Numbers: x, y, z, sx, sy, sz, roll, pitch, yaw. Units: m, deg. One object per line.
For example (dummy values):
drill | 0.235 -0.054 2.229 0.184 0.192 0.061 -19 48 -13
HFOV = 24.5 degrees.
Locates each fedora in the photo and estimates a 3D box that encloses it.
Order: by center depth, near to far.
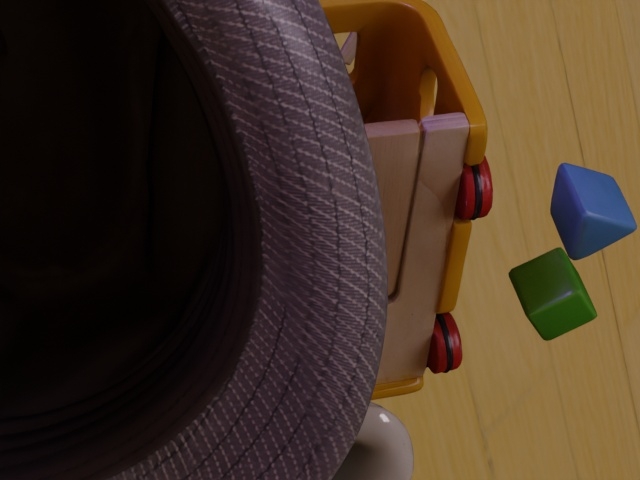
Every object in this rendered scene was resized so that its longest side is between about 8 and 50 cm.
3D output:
fedora | -0.112 -0.033 0.407 0.275 0.243 0.124 54 16 -25

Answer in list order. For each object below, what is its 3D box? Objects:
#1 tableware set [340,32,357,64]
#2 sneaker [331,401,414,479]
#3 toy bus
tableware set | 0.013 -0.106 0.725 0.154 0.024 0.104 58 40 -32
sneaker | -0.075 0.143 0.459 0.305 0.152 0.114 -55 132 -40
toy bus | 0.006 -0.009 0.625 0.191 0.202 0.104 32 31 -42
